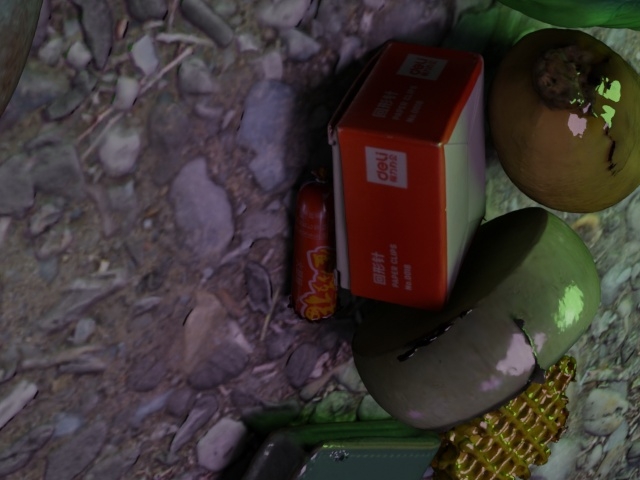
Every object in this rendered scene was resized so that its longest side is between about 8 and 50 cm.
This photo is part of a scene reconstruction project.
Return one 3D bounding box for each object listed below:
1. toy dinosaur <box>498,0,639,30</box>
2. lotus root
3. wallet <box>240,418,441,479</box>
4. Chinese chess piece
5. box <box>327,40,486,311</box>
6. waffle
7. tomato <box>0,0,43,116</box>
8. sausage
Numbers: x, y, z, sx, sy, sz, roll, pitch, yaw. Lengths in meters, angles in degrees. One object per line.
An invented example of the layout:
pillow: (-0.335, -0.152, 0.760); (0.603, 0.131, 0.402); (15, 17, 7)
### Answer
toy dinosaur: (0.216, -0.174, 0.907); (0.375, 0.500, 0.143); (22, 105, -2)
lotus root: (0.213, -0.100, 1.155); (0.303, 0.131, 0.146); (17, 81, -68)
wallet: (-0.042, 0.328, 1.332); (0.252, 0.083, 0.360); (11, 112, -52)
Chinese chess piece: (0.134, 0.070, 1.175); (0.238, 0.238, 0.092); (-38, 101, -13)
box: (0.073, -0.051, 1.093); (0.182, 0.099, 0.133); (84, 26, -42)
waffle: (0.195, 0.194, 1.448); (0.197, 0.070, 0.193); (-25, 134, -30)
tomato: (-0.284, -0.135, 0.604); (0.317, 0.283, 0.316); (-23, 124, -39)
sausage: (0.000, 0.000, 1.134); (0.050, 0.048, 0.145); (5, 124, 1)
